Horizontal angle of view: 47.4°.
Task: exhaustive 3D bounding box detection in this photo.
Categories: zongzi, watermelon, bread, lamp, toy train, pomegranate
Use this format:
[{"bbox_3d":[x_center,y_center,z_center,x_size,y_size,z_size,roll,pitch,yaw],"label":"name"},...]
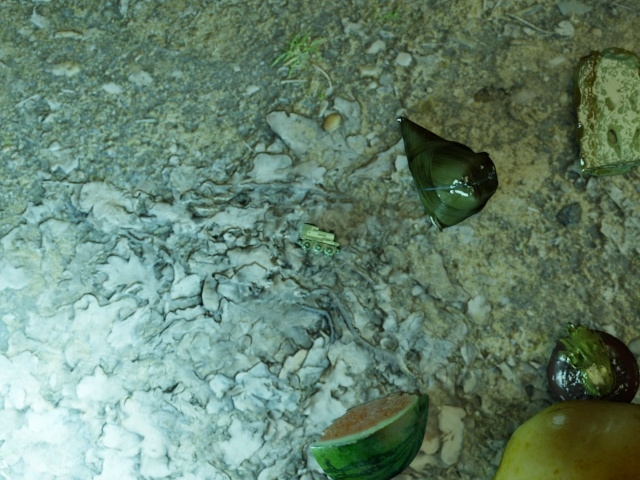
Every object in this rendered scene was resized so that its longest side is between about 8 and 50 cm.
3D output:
[{"bbox_3d":[0.220,-0.154,1.294,0.112,0.221,0.242,-21,82,-12],"label":"zongzi"},{"bbox_3d":[0.111,0.383,1.325,0.231,0.128,0.146,-19,102,1],"label":"watermelon"},{"bbox_3d":[0.532,-0.235,1.341,0.128,0.088,0.232,-3,92,14],"label":"bread"},{"bbox_3d":[0.480,0.236,1.278,0.157,0.135,0.156,21,89,4],"label":"lamp"},{"bbox_3d":[0.000,0.000,1.393,0.083,0.033,0.053,13,83,6],"label":"toy train"},{"bbox_3d":[0.462,0.443,1.151,0.417,0.416,0.416,0,85,5],"label":"pomegranate"}]
